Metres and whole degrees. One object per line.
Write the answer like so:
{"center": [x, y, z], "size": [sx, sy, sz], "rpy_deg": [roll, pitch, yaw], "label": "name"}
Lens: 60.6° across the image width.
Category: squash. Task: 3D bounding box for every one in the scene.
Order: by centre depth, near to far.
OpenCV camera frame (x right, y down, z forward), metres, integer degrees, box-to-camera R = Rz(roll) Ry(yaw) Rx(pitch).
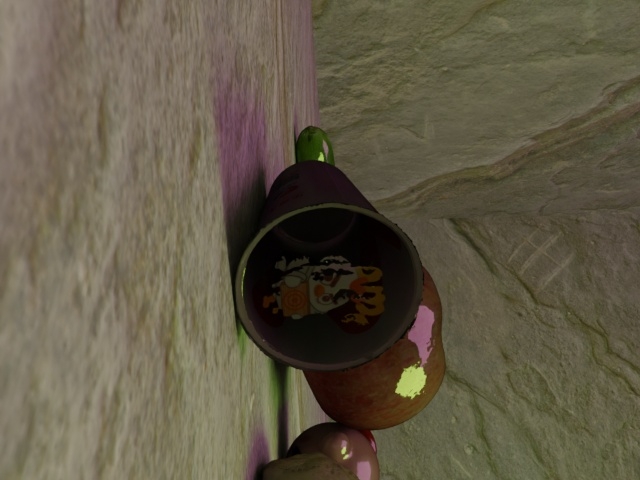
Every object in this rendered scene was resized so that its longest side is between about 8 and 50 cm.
{"center": [-0.006, -0.115, 1.392], "size": [0.101, 0.101, 0.379], "rpy_deg": [-88, 176, -55], "label": "squash"}

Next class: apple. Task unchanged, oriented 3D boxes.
{"center": [0.088, 0.157, 0.942], "size": [0.345, 0.269, 0.345], "rpy_deg": [156, -90, -84], "label": "apple"}

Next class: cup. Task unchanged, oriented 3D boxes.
{"center": [0.000, 0.000, 0.686], "size": [0.288, 0.203, 0.203], "rpy_deg": [-103, -171, -66], "label": "cup"}

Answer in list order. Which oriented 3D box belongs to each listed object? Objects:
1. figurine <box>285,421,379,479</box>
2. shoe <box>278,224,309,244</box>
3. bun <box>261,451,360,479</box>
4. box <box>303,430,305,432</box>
{"center": [0.015, 0.395, 0.924], "size": [0.173, 0.173, 0.173], "rpy_deg": [-1, 90, -87], "label": "figurine"}
{"center": [-0.041, -0.002, 0.961], "size": [0.194, 0.074, 0.077], "rpy_deg": [-41, 141, -83], "label": "shoe"}
{"center": [-0.001, 0.395, 0.674], "size": [0.259, 0.152, 0.260], "rpy_deg": [-4, 90, -87], "label": "bun"}
{"center": [-0.029, 0.553, 1.252], "size": [0.193, 0.030, 0.121], "rpy_deg": [-85, 173, -64], "label": "box"}
